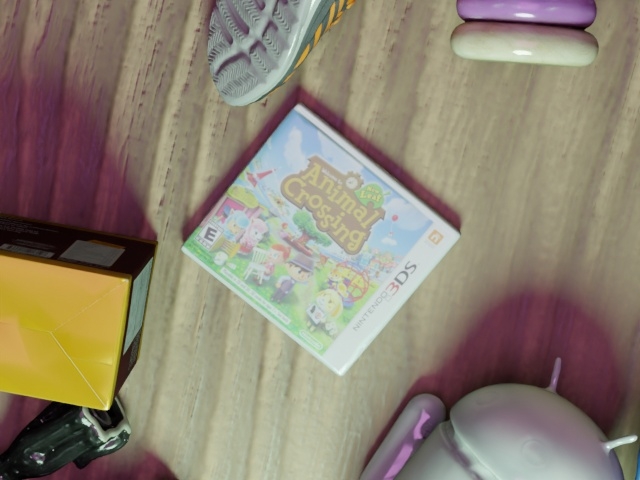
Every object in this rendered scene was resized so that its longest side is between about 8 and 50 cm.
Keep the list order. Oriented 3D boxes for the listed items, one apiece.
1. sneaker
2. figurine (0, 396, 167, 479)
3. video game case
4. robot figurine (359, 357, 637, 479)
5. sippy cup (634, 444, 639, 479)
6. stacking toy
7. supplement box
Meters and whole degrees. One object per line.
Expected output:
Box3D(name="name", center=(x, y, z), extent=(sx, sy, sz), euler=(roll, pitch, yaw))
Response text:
Box3D(name="sneaker", center=(0.028, -0.243, 1.579), extent=(0.321, 0.180, 0.124), euler=(-49, 58, 40))
Box3D(name="figurine", center=(-0.262, 0.280, 1.714), extent=(0.209, 0.092, 0.215), euler=(-32, 98, 16))
Box3D(name="video game case", center=(0.000, 0.000, 1.674), extent=(0.212, 0.023, 0.193), euler=(39, 99, -4))
Box3D(name="robot figurine", center=(0.158, 0.284, 1.626), extent=(0.300, 0.200, 0.353), euler=(45, 102, 30))
Box3D(name="sippy cup", center=(0.416, 0.250, 1.607), extent=(0.224, 0.305, 0.240), euler=(10, 145, 12))
Box3D(name="stacking toy", center=(0.204, -0.331, 1.556), extent=(0.141, 0.141, 0.330), euler=(5, 96, 2))
Box3D(name="supplement box", center=(-0.273, 0.062, 1.613), extent=(0.191, 0.194, 0.129), euler=(10, 100, 1))
